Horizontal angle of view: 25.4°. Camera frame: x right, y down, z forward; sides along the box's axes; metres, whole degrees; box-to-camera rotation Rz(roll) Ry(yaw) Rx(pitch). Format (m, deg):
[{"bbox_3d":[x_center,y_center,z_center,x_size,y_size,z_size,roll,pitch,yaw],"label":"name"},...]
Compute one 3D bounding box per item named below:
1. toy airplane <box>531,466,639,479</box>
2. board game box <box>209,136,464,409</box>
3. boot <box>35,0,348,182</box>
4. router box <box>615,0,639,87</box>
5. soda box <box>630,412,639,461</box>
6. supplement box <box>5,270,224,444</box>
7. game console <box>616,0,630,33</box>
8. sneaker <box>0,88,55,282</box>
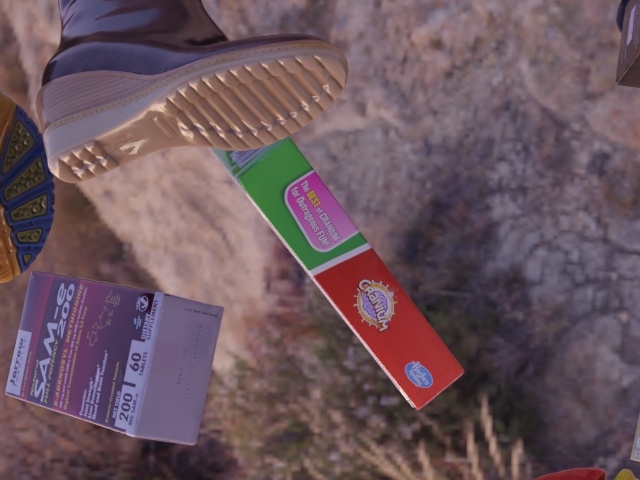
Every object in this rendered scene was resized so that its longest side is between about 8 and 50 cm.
[{"bbox_3d":[0.424,0.307,1.417,0.386,0.384,0.272,-33,20,30],"label":"toy airplane"},{"bbox_3d":[0.000,0.000,1.446,0.064,0.316,0.242,-38,26,-1],"label":"board game box"},{"bbox_3d":[-0.102,-0.157,1.075,0.248,0.090,0.207,-15,49,15],"label":"boot"},{"bbox_3d":[0.419,-0.170,1.178,0.243,0.309,0.081,70,-152,-83],"label":"router box"},{"bbox_3d":[0.350,0.170,1.149,0.181,0.058,0.061,9,83,35],"label":"soda box"},{"bbox_3d":[-0.198,0.105,1.325,0.239,0.073,0.130,5,82,51],"label":"supplement box"},{"bbox_3d":[0.423,-0.190,1.506,0.213,0.044,0.361,-59,36,18],"label":"game console"},{"bbox_3d":[-0.325,-0.106,1.232,0.131,0.112,0.296,16,127,48],"label":"sneaker"}]
